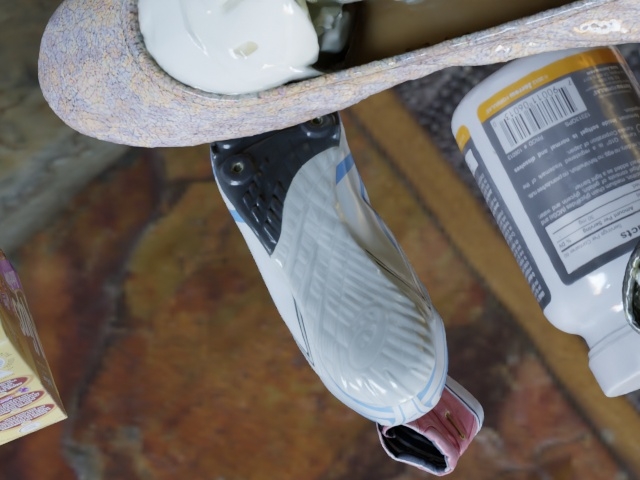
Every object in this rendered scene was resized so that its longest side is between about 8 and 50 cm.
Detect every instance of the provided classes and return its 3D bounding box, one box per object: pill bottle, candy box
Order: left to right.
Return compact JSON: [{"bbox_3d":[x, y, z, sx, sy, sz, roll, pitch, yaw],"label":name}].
[{"bbox_3d":[-0.205,0.046,1.036,0.053,0.186,0.109,-22,71,-4],"label":"candy box"},{"bbox_3d":[0.237,-0.020,1.472,0.162,0.162,0.278,-18,74,-28],"label":"pill bottle"}]

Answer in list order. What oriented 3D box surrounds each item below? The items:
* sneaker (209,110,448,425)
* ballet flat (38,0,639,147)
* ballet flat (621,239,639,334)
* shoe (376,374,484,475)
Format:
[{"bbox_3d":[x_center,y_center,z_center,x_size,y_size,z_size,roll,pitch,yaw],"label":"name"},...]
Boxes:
[{"bbox_3d":[0.000,0.000,0.999,0.085,0.086,0.237,-23,69,-5],"label":"sneaker"},{"bbox_3d":[0.020,-0.113,0.700,0.316,0.106,0.107,-13,79,11],"label":"ballet flat"},{"bbox_3d":[0.108,0.002,0.395,0.041,0.114,0.041,11,67,-27],"label":"ballet flat"},{"bbox_3d":[0.066,0.139,1.606,0.178,0.063,0.081,38,41,-1],"label":"shoe"}]
